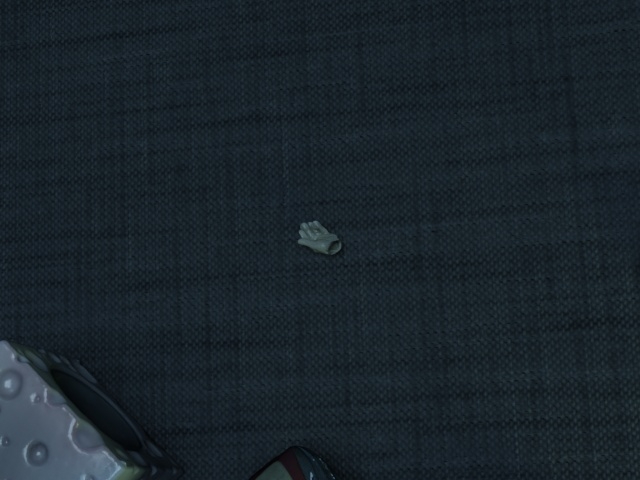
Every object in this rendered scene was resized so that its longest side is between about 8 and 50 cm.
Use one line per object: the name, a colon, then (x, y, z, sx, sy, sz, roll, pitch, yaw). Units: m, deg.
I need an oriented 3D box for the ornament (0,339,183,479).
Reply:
ornament: (-0.373, 0.306, 1.691, 0.240, 0.239, 0.239, 43, 91, 17)

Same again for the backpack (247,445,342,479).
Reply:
backpack: (-0.035, 0.455, 1.612, 0.283, 0.197, 0.317, -39, 79, 2)

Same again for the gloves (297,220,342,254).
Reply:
gloves: (-0.001, 0.001, 1.775, 0.044, 0.037, 0.081, -27, 52, -31)
